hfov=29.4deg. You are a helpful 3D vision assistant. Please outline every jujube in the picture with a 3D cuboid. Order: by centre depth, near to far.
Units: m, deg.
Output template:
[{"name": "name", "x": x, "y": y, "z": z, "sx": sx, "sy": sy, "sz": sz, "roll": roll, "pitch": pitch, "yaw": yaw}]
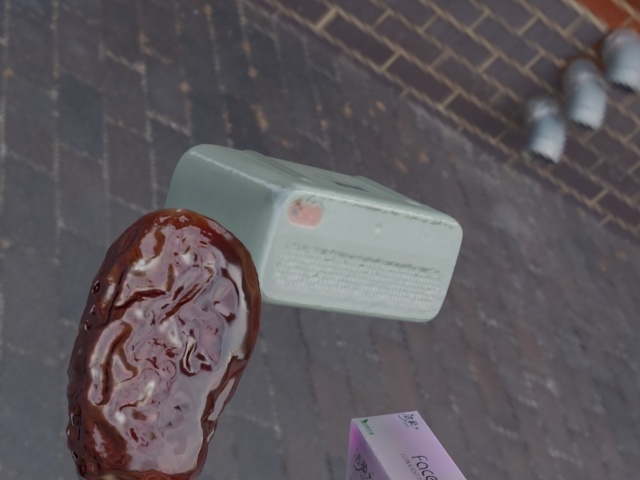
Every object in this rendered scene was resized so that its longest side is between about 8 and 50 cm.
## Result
[{"name": "jujube", "x": -0.064, "y": 0.049, "z": 0.504, "sx": 0.077, "sy": 0.077, "sz": 0.129, "roll": 31, "pitch": 50, "yaw": -28}]

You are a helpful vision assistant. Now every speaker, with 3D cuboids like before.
[{"name": "speaker", "x": 0.000, "y": 0.000, "z": 1.602, "sx": 0.184, "sy": 0.183, "sz": 0.406, "roll": 22, "pitch": 8, "yaw": 41}]

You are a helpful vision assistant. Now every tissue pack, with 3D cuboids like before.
[{"name": "tissue pack", "x": 0.111, "y": 0.320, "z": 1.392, "sx": 0.092, "sy": 0.148, "sz": 0.246, "roll": -5, "pitch": 27, "yaw": -18}]
